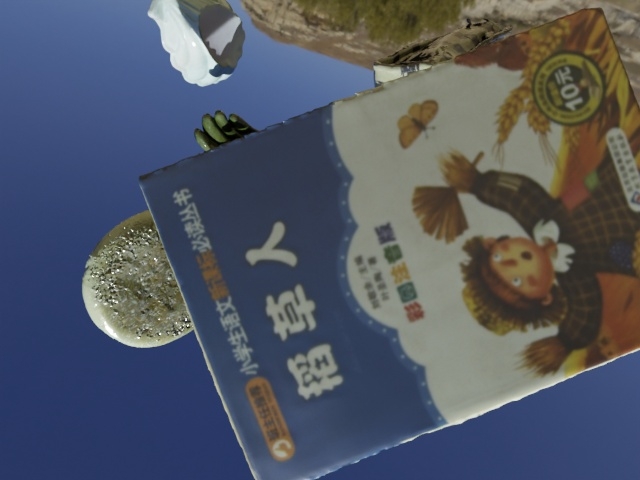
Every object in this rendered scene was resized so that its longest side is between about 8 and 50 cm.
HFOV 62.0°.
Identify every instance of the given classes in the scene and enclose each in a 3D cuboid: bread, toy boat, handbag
[{"bbox_3d":[-0.278,0.071,0.936,0.267,0.267,0.040,-2,-161,-41],"label":"bread"},{"bbox_3d":[-0.238,-0.437,1.126,0.100,0.199,0.290,19,177,24],"label":"toy boat"},{"bbox_3d":[0.225,-0.195,0.934,0.162,0.325,0.327,18,-140,34],"label":"handbag"}]

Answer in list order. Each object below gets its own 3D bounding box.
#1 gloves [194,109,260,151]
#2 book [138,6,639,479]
[{"bbox_3d":[-0.149,-0.200,1.171,0.268,0.107,0.135,18,-133,-29],"label":"gloves"},{"bbox_3d":[0.095,0.010,0.469,0.428,0.300,0.039,-21,-177,-1],"label":"book"}]
